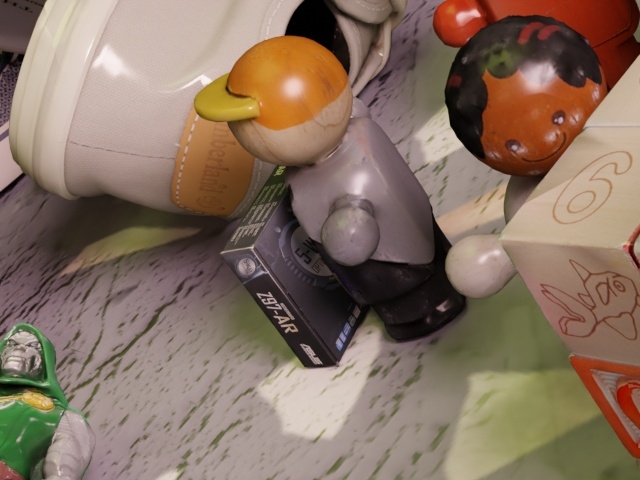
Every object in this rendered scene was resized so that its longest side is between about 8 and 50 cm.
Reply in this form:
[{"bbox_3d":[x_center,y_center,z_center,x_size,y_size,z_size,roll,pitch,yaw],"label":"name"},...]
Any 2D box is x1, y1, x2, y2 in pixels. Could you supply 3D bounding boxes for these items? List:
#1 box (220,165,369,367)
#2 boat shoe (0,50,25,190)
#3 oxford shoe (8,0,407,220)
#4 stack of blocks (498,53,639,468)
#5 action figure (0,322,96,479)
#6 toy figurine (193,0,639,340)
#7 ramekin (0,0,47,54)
[{"bbox_3d":[0.000,0.000,0.619,0.018,0.067,0.083,-9,36,39],"label":"box"},{"bbox_3d":[-0.222,-0.161,1.016,0.127,0.158,0.340,-7,38,43],"label":"boat shoe"},{"bbox_3d":[-0.009,-0.148,0.812,0.130,0.169,0.449,21,39,8],"label":"oxford shoe"},{"bbox_3d":[0.178,-0.069,0.420,0.087,0.171,0.297,6,49,52],"label":"stack of blocks"},{"bbox_3d":[-0.137,0.116,0.555,0.137,0.063,0.232,6,39,3],"label":"action figure"},{"bbox_3d":[0.085,-0.068,0.544,0.209,0.148,0.213,-46,30,-20],"label":"toy figurine"},{"bbox_3d":[-0.190,-0.195,0.832,0.273,0.273,0.127,1,75,49],"label":"ramekin"}]
